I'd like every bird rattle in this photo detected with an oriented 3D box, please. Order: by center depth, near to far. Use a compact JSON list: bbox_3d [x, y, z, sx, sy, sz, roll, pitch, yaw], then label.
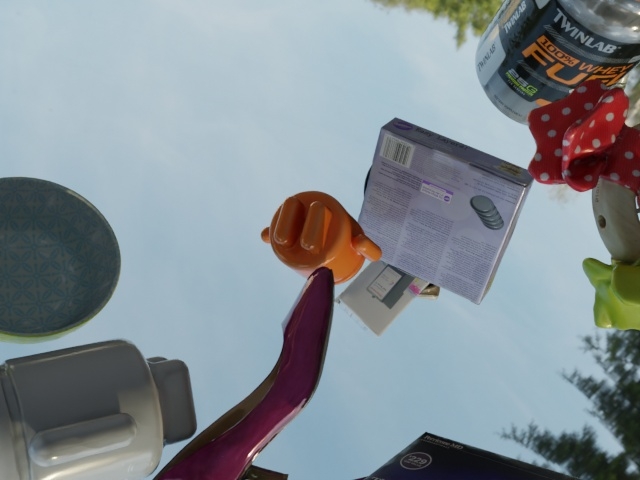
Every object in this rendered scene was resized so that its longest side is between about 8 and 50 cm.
[{"bbox_3d":[0.315,-0.039,0.714,0.207,0.143,0.253,-15,-100,-17],"label":"bird rattle"}]

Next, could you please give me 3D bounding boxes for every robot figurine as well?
[{"bbox_3d":[-0.349,0.247,0.993,0.353,0.300,0.199,-8,-94,-31],"label":"robot figurine"},{"bbox_3d":[-0.002,-0.001,1.152,0.128,0.158,0.219,67,-169,22],"label":"robot figurine"}]

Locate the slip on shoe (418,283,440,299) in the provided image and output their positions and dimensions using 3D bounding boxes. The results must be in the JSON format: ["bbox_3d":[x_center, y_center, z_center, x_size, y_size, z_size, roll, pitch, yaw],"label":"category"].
[{"bbox_3d":[0.207,0.107,1.692,0.135,0.041,0.051,7,-144,0],"label":"slip on shoe"}]

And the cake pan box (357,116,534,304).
[{"bbox_3d":[0.191,-0.049,1.238,0.267,0.245,0.070,24,-146,19],"label":"cake pan box"}]

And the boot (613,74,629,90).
[{"bbox_3d":[0.615,-0.435,1.662,0.077,0.165,0.213,-32,-122,-34],"label":"boot"}]

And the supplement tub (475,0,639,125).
[{"bbox_3d":[0.340,-0.294,0.956,0.194,0.316,0.193,3,-108,-8],"label":"supplement tub"}]

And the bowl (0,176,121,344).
[{"bbox_3d":[-0.491,0.054,1.216,0.289,0.156,0.289,15,-125,-23],"label":"bowl"}]

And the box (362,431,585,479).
[{"bbox_3d":[0.175,0.327,0.829,0.261,0.103,0.184,5,-162,44],"label":"box"}]

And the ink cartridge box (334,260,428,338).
[{"bbox_3d":[0.143,0.091,1.538,0.119,0.353,0.207,44,175,7],"label":"ink cartridge box"}]

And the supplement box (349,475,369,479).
[{"bbox_3d":[0.064,0.469,1.366,0.083,0.043,0.055,-1,-113,-33],"label":"supplement box"}]

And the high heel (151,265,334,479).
[{"bbox_3d":[-0.100,0.200,1.003,0.181,0.377,0.127,17,175,0],"label":"high heel"}]
